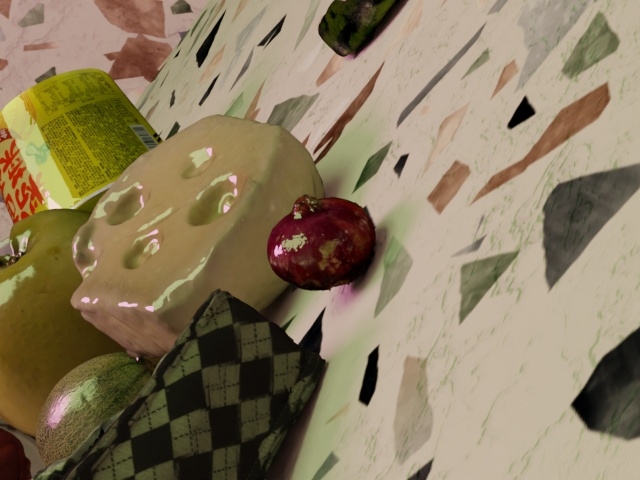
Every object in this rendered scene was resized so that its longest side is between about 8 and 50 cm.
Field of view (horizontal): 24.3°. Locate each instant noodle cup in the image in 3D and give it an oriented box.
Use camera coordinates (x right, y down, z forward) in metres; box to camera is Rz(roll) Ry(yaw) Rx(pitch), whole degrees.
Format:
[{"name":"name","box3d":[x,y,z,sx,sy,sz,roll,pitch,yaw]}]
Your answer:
[{"name":"instant noodle cup","box3d":[-0.370,-0.106,2.291,0.311,0.221,0.311,-29,-16,-9]}]

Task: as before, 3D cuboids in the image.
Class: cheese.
[{"name":"cheese","box3d":[-0.143,0.001,1.649,0.318,0.115,0.326,-28,32,22]}]

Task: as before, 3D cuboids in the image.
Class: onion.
[{"name":"onion","box3d":[0.000,0.000,1.395,0.107,0.097,0.107,-12,24,6]}]

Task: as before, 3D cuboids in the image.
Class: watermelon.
[{"name":"watermelon","box3d":[0.065,-0.307,1.879,0.119,0.063,0.245,-47,-2,-44]}]

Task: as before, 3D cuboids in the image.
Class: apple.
[{"name":"apple","box3d":[-0.321,0.102,1.880,0.292,0.254,0.292,-27,32,18]}]

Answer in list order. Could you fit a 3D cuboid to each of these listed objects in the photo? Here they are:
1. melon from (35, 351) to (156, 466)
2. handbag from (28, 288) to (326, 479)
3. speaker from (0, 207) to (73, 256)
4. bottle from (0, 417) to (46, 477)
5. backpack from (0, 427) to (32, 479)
[{"name":"melon","box3d":[-0.253,0.213,1.709,0.192,0.139,0.139,-50,17,14]},{"name":"handbag","box3d":[-0.186,0.250,1.401,0.416,0.180,0.317,-49,9,49]},{"name":"speaker","box3d":[-0.454,0.133,2.134,0.406,0.183,0.184,-32,-14,4]},{"name":"bottle","box3d":[-0.486,0.352,2.052,0.229,0.229,0.351,-64,16,-20]},{"name":"backpack","box3d":[-0.372,0.285,1.499,0.229,0.138,0.229,-56,-22,-37]}]
